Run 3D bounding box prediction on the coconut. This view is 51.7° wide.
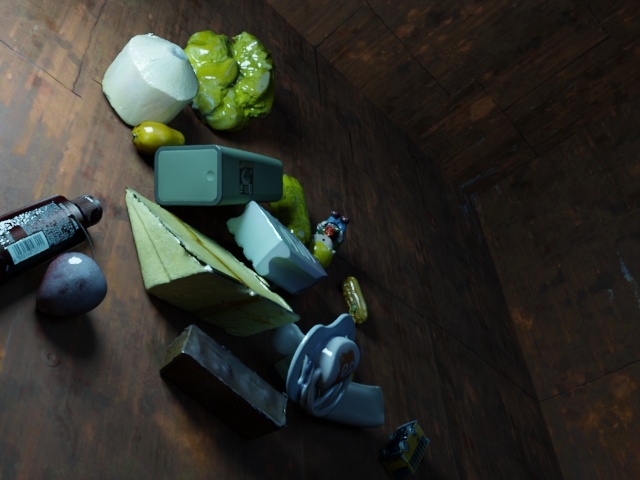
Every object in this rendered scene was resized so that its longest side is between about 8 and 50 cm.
[{"bbox_3d":[-0.470,-0.458,1.871,0.239,0.244,0.239,40,30,-28],"label":"coconut"}]

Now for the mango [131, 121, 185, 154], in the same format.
[{"bbox_3d":[-0.457,-0.283,1.843,0.178,0.115,0.090,-18,105,-76],"label":"mango"}]

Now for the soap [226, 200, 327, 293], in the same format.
[{"bbox_3d":[-0.112,0.044,1.928,0.208,0.115,0.347,54,6,30],"label":"soap"}]

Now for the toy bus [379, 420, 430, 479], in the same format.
[{"bbox_3d":[0.260,0.637,2.005,0.103,0.091,0.182,57,29,-1],"label":"toy bus"}]

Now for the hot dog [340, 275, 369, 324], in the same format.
[{"bbox_3d":[0.115,0.204,2.278,0.055,0.072,0.188,-2,58,-34],"label":"hot dog"}]

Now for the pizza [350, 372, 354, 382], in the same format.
[{"bbox_3d":[0.052,0.385,2.002,0.131,0.041,0.178,53,27,-10],"label":"pizza"}]

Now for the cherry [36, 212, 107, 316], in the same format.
[{"bbox_3d":[-0.519,0.067,1.335,0.115,0.148,0.188,35,-29,61],"label":"cherry"}]

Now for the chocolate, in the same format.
[{"bbox_3d":[-0.222,0.342,1.534,0.321,0.112,0.112,43,27,-21],"label":"chocolate"}]

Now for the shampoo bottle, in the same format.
[{"bbox_3d":[-0.583,-0.019,1.378,0.129,0.084,0.323,56,26,-7],"label":"shampoo bottle"}]

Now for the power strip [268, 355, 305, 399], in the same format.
[{"bbox_3d":[-0.044,0.347,1.859,0.105,0.070,0.256,58,26,3],"label":"power strip"}]

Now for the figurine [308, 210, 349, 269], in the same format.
[{"bbox_3d":[0.013,0.005,2.219,0.127,0.185,0.234,39,23,11],"label":"figurine"}]

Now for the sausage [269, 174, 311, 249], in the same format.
[{"bbox_3d":[-0.101,-0.083,2.184,0.123,0.123,0.347,31,37,-40],"label":"sausage"}]

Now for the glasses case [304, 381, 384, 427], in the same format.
[{"bbox_3d":[0.063,0.452,1.869,0.308,0.083,0.128,28,66,-43],"label":"glasses case"}]

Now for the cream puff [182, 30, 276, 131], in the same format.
[{"bbox_3d":[-0.297,-0.564,2.243,0.378,0.275,0.378,37,35,-32],"label":"cream puff"}]

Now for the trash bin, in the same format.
[{"bbox_3d":[-0.274,-0.182,1.882,0.343,0.222,0.158,-9,99,-62],"label":"trash bin"}]

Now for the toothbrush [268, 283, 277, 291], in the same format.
[{"bbox_3d":[-0.166,0.160,1.922,0.017,0.022,0.204,40,26,5],"label":"toothbrush"}]

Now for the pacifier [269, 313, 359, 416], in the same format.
[{"bbox_3d":[-0.034,0.293,1.698,0.233,0.244,0.299,27,19,28],"label":"pacifier"}]

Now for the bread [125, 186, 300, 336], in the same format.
[{"bbox_3d":[-0.280,0.028,1.680,0.345,0.242,0.405,26,42,-49],"label":"bread"}]
